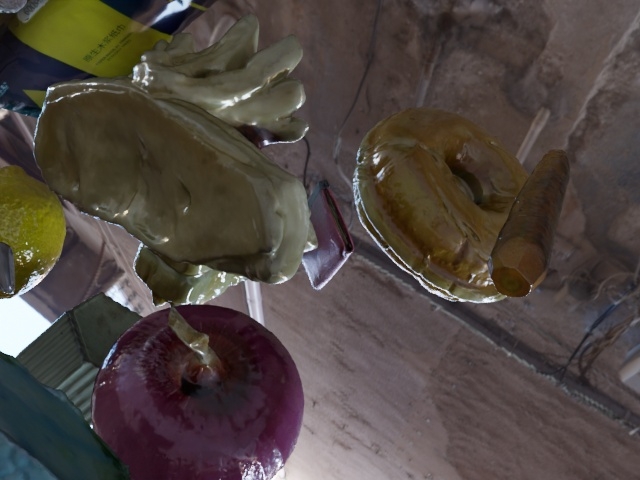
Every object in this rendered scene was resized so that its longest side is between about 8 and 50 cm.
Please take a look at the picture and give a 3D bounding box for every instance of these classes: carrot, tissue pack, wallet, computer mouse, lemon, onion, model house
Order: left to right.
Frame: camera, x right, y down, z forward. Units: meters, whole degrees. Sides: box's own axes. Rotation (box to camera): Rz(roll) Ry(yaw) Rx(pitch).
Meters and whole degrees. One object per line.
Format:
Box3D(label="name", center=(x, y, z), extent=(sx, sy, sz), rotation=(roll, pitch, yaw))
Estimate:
Box3D(label="model house", center=(-0.384, 0.281, 0.737), extent=(0.241, 0.226, 0.261), rotation=(-46, -72, -11))
Box3D(label="lemon", center=(-0.664, -0.007, 1.379), extent=(0.253, 0.253, 0.310), rotation=(28, -77, 12))
Box3D(label="computer mouse", center=(-0.582, 0.051, 1.222), extent=(0.039, 0.066, 0.096), rotation=(-5, -95, -17))
Box3D(label="tissue pack", center=(-0.365, -0.403, 1.028), extent=(0.416, 0.253, 0.264), rotation=(-33, -110, 25))
Box3D(label="onion", center=(-0.193, 0.272, 1.125), extent=(0.358, 0.345, 0.358), rotation=(8, -107, -28))
Box3D(label="wallet", center=(0.000, 0.000, 1.088), extent=(0.025, 0.232, 0.119), rotation=(-17, -103, -17))
Box3D(label="carrot", center=(0.275, -0.040, 0.836), extent=(0.066, 0.066, 0.314), rotation=(27, -137, 12))

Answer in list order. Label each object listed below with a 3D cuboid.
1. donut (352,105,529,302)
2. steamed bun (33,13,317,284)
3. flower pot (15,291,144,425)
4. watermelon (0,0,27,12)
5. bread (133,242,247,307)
Box3D(label="donut", center=(0.266, -0.081, 1.364), extent=(0.449, 0.198, 0.449), rotation=(17, -128, -24))
Box3D(label="steamed bun", center=(-0.151, -0.127, 0.768), extent=(0.428, 0.247, 0.189), rotation=(17, -152, 36))
Box3D(label="flower pot", center=(-0.474, 0.250, 1.383), extent=(0.189, 0.239, 0.209), rotation=(-38, -149, 19))
Box3D(label="watermelon", center=(-0.258, -0.232, 0.528), extent=(0.098, 0.158, 0.121), rotation=(30, -82, -28))
Box3D(label="bread", center=(-0.231, -0.051, 1.338), extent=(0.210, 0.341, 0.300), rotation=(37, -136, 16))
